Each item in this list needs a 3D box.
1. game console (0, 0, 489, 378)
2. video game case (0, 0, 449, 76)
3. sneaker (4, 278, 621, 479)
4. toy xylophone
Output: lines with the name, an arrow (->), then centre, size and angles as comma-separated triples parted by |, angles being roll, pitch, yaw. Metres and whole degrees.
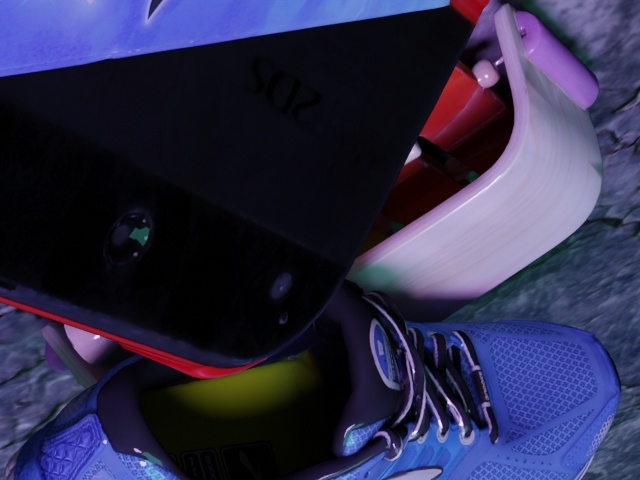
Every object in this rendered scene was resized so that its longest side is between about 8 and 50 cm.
game console -> -0.044, -0.137, 0.537 | 0.386, 0.060, 0.342 | 26, 90, -59
video game case -> -0.039, -0.164, 0.412 | 0.269, 0.061, 0.244 | -17, 127, -49
sneaker -> 0.023, 0.089, 0.854 | 0.330, 0.129, 0.147 | -9, 153, -33
toy xylophone -> 0.000, 0.000, 0.908 | 0.323, 0.081, 0.236 | -31, 156, 9
